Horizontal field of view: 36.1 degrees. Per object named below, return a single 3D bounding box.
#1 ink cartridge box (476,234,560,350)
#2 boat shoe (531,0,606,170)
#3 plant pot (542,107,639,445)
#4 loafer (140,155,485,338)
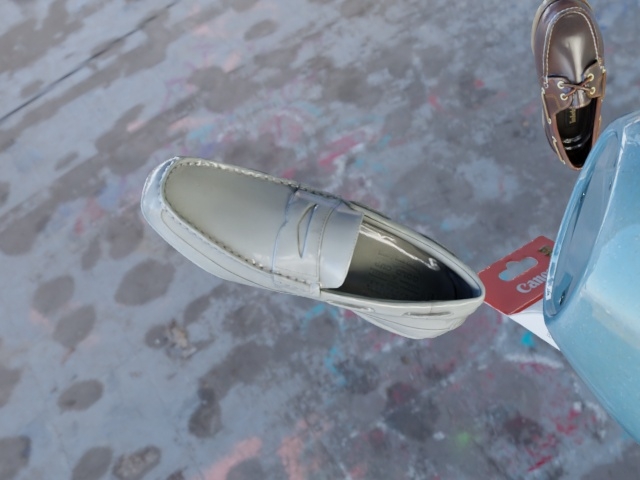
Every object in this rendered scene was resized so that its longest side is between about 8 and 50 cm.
[{"bbox_3d":[0.316,0.060,1.188,0.189,0.066,0.232,-25,50,-38],"label":"ink cartridge box"},{"bbox_3d":[0.269,-0.163,1.040,0.073,0.207,0.073,-14,47,8],"label":"boat shoe"},{"bbox_3d":[0.249,0.020,0.590,0.195,0.290,0.290,17,52,3],"label":"plant pot"},{"bbox_3d":[0.000,0.000,0.874,0.111,0.319,0.112,-31,43,61],"label":"loafer"}]
